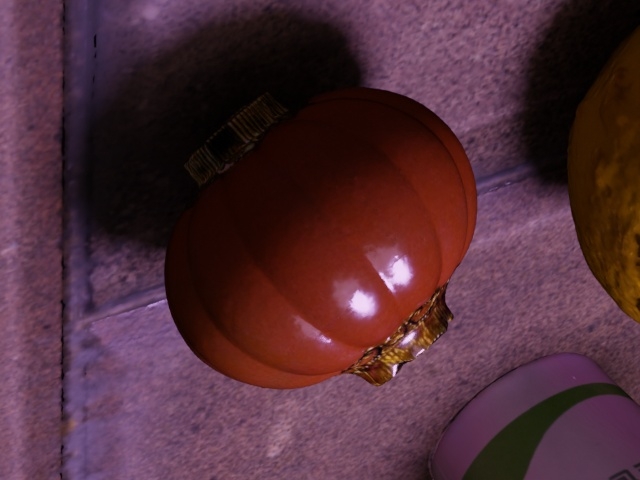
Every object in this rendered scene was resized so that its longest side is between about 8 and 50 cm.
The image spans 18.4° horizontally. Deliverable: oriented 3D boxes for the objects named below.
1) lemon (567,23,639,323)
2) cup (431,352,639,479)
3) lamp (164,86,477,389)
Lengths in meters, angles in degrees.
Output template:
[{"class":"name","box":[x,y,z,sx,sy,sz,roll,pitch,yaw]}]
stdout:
[{"class":"lemon","box":[0.306,-0.048,1.449,0.260,0.260,0.284,-7,136,-35]},{"class":"cup","box":[0.244,0.255,1.742,0.253,0.274,0.253,-24,144,-19]},{"class":"lamp","box":[0.000,0.000,1.283,0.223,0.196,0.223,-40,-177,2]}]
